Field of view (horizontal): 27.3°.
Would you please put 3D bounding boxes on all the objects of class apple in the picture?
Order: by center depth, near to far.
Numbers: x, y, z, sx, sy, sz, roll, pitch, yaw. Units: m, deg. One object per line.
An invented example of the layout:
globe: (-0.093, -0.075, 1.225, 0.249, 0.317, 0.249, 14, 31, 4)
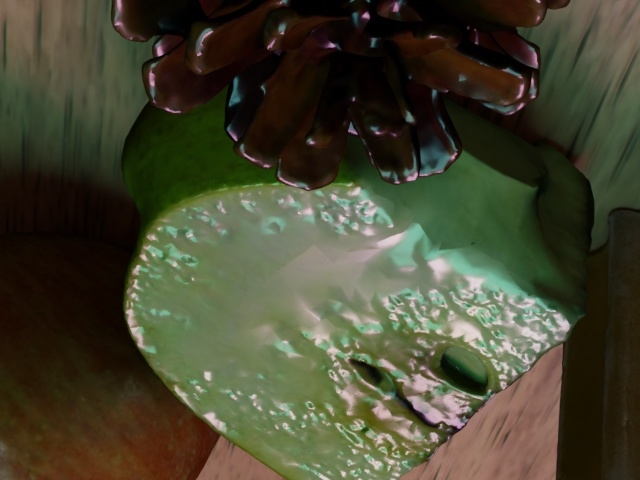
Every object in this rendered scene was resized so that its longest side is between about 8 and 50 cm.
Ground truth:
apple: (-0.213, 0.117, 0.939, 0.250, 0.309, 0.277, 42, 91, -4)

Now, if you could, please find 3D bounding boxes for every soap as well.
soap: (0.238, 0.122, 0.838, 0.173, 0.274, 0.089, 21, 137, -9)

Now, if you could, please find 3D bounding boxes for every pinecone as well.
pinecone: (0.008, -0.143, 0.627, 0.264, 0.264, 0.264, 6, 137, 6)

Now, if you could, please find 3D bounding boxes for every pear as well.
pear: (0.000, 0.000, 0.843, 0.282, 0.176, 0.286, 28, 131, -14)
